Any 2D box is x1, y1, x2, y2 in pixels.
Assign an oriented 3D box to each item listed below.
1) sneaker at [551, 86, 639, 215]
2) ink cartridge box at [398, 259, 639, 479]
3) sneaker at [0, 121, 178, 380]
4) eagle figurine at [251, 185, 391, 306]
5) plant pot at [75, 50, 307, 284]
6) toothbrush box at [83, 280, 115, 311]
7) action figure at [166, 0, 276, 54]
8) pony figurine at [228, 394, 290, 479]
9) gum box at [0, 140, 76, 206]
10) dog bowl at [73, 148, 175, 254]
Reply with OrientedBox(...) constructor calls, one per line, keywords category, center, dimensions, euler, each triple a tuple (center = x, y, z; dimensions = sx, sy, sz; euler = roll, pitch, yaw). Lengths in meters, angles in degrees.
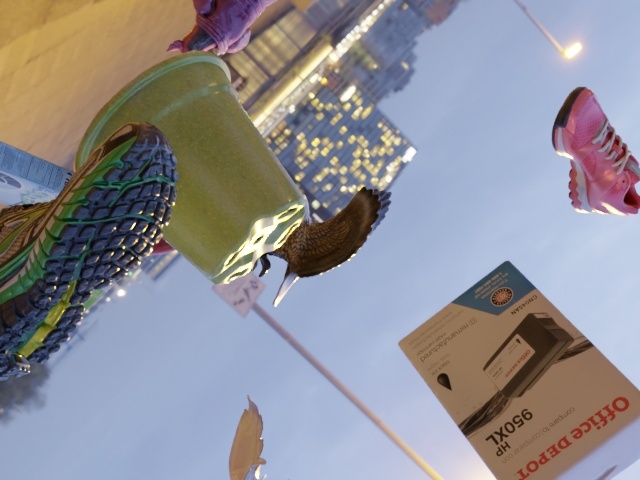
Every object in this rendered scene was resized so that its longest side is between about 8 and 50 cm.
OrientedBox(category="sneaker", center=(0.528, -0.159, 1.261), dimensions=(0.136, 0.314, 0.116), euler=(23, -112, 43))
OrientedBox(category="ink cartridge box", center=(0.378, 0.275, 1.281), dimensions=(0.285, 0.166, 0.395), euler=(-38, -133, 1))
OrientedBox(category="sneaker", center=(-0.294, -0.005, 0.738), dimensions=(0.343, 0.146, 0.134), euler=(-43, 158, 14))
OrientedBox(category="eagle figurine", center=(-0.002, -0.009, 1.392), dimensions=(0.298, 0.225, 0.226), euler=(-5, -129, 10))
OrientedBox(category="plant pot", center=(-0.165, -0.084, 1.000), dimensions=(0.276, 0.254, 0.276), euler=(-40, 169, -9))
OrientedBox(category="toothbrush box", center=(-0.741, 0.084, 1.865), dimensions=(0.206, 0.283, 0.122), euler=(-44, -141, -6))
OrientedBox(category="action figure", center=(-0.138, -0.458, 1.299), dimensions=(0.275, 0.248, 0.370), euler=(32, -97, 35))
OrientedBox(category="pony figurine", center=(-0.116, 0.519, 1.272), dimensions=(0.303, 0.363, 0.351), euler=(-99, -146, -78))
OrientedBox(category="gum box", center=(-0.458, -0.098, 0.944), dimensions=(0.157, 0.184, 0.041), euler=(-8, -115, 44))
OrientedBox(category="dog bowl", center=(-0.499, -0.121, 1.911), dimensions=(0.408, 0.408, 0.150), euler=(-39, -145, 35))
